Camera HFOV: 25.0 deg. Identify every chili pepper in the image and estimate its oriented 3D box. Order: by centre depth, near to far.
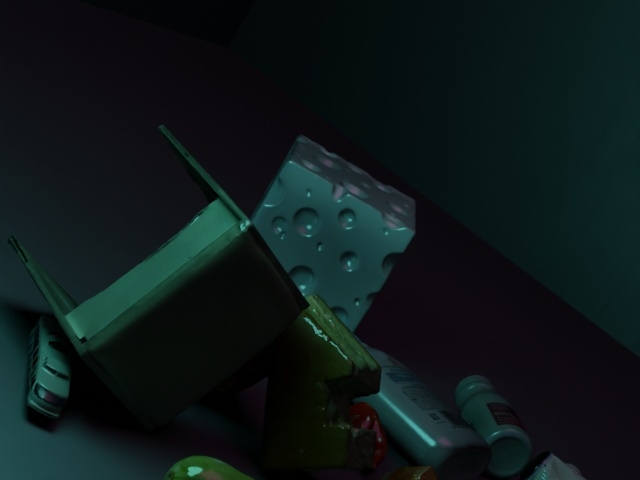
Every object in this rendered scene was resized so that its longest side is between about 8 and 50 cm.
[{"bbox_3d":[0.062,0.265,2.014,0.059,0.050,0.191,35,13,-17],"label":"chili pepper"}]

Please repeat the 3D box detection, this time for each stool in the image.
[{"bbox_3d":[-0.196,0.041,1.737,0.270,0.243,0.170,46,-8,45],"label":"stool"}]

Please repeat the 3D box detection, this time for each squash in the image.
[{"bbox_3d":[-0.062,0.299,1.563,0.250,0.083,0.083,25,15,-26],"label":"squash"}]

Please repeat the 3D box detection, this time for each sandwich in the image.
[{"bbox_3d":[0.003,0.174,1.806,0.128,0.236,0.122,-3,-13,25],"label":"sandwich"}]

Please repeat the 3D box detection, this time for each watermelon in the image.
[{"bbox_3d":[0.115,0.323,1.845,0.125,0.094,0.135,13,18,-33],"label":"watermelon"}]

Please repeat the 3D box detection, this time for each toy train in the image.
[{"bbox_3d":[-0.309,0.144,1.650,0.043,0.047,0.207,30,12,-18],"label":"toy train"}]

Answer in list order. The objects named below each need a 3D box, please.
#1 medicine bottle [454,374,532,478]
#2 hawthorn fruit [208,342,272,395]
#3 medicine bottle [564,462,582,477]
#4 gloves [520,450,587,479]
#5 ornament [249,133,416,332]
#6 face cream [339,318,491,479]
[{"bbox_3d":[0.268,0.289,2.288,0.090,0.090,0.217,28,14,-16],"label":"medicine bottle"},{"bbox_3d":[-0.132,0.120,1.870,0.179,0.179,0.200,33,26,4],"label":"hawthorn fruit"},{"bbox_3d":[0.382,0.387,2.264,0.057,0.057,0.089,33,13,7],"label":"medicine bottle"},{"bbox_3d":[0.401,0.406,2.162,0.229,0.097,0.119,32,27,10],"label":"gloves"},{"bbox_3d":[0.000,0.000,2.401,0.239,0.240,0.239,30,14,-5],"label":"ornament"},{"bbox_3d":[0.105,0.230,2.163,0.336,0.080,0.163,41,14,33],"label":"face cream"}]
